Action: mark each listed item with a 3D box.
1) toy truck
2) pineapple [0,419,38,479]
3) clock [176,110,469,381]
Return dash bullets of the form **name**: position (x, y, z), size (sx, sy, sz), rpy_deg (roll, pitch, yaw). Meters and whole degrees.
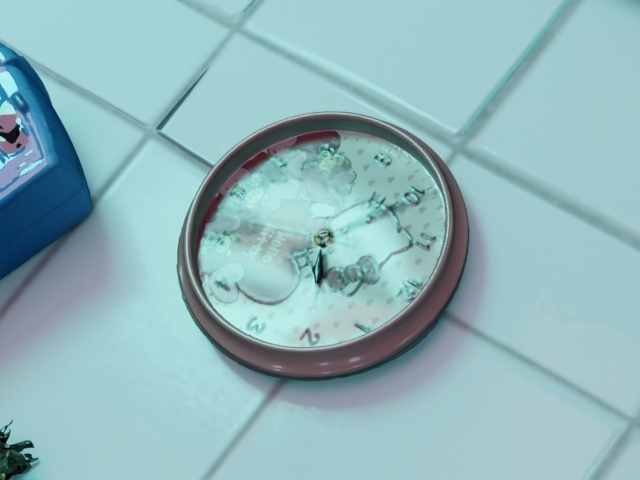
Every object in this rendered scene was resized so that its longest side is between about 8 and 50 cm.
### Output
- **toy truck**: position (-0.375, -0.001, 1.343), size (0.385, 0.161, 0.162), rpy_deg (-36, 73, -6)
- **pineapple**: position (-0.341, 0.174, 1.275), size (0.221, 0.103, 0.083), rpy_deg (7, 99, 16)
- **clock**: position (0.000, 0.001, 1.301), size (0.244, 0.056, 0.244), rpy_deg (-5, 60, 10)
